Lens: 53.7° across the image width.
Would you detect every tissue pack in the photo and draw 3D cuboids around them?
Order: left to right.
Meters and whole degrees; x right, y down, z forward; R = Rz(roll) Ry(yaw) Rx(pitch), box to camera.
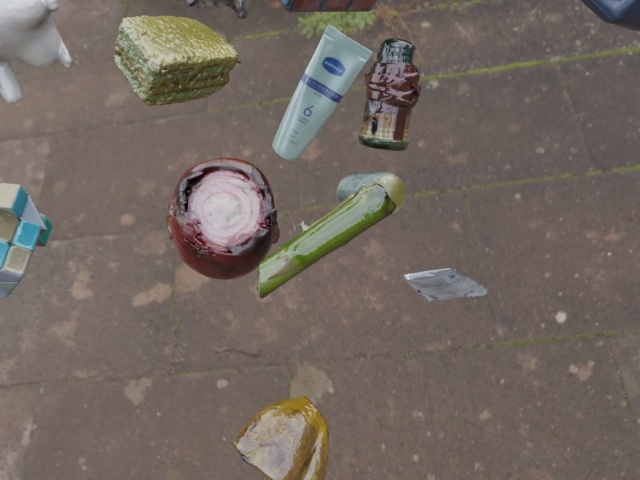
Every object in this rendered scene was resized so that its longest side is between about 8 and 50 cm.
[{"bbox_3d":[0.298,0.110,1.542,0.193,0.122,0.026,-15,43,53],"label":"tissue pack"}]

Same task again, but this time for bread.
[{"bbox_3d":[-0.262,-0.328,1.145,0.196,0.102,0.138,-26,70,-45],"label":"bread"}]

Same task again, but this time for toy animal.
[{"bbox_3d":[-0.490,-0.261,0.890,0.138,0.140,0.282,41,65,10],"label":"toy animal"}]

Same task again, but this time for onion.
[{"bbox_3d":[-0.281,-0.051,1.789,0.340,0.341,0.342,-4,59,7],"label":"onion"}]

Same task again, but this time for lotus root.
[{"bbox_3d":[-0.054,0.416,1.268,0.199,0.188,0.180,40,69,15],"label":"lotus root"}]

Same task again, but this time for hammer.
[{"bbox_3d":[0.052,-0.067,1.557,0.305,0.113,0.201,-34,18,-25],"label":"hammer"}]

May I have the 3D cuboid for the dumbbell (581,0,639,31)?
[{"bbox_3d":[0.425,-0.395,0.700,0.144,0.325,0.160,21,48,-19],"label":"dumbbell"}]

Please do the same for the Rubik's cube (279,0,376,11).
[{"bbox_3d":[0.013,-0.760,1.511,0.303,0.305,0.301,-18,66,-42],"label":"Rubik's cube"}]

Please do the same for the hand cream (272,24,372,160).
[{"bbox_3d":[-0.013,-0.313,1.408,0.109,0.321,0.067,30,32,-7],"label":"hand cream"}]

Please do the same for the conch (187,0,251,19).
[{"bbox_3d":[-0.108,-0.439,0.885,0.313,0.241,0.186,-30,39,-31],"label":"conch"}]

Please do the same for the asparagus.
[{"bbox_3d":[-0.001,-0.001,1.056,0.277,0.067,0.060,-33,66,-5],"label":"asparagus"}]

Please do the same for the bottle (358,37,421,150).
[{"bbox_3d":[0.174,-0.369,1.599,0.156,0.143,0.272,13,105,24],"label":"bottle"}]

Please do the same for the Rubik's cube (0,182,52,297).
[{"bbox_3d":[-0.700,-0.013,1.344,0.265,0.224,0.213,-28,48,47],"label":"Rubik's cube"}]
